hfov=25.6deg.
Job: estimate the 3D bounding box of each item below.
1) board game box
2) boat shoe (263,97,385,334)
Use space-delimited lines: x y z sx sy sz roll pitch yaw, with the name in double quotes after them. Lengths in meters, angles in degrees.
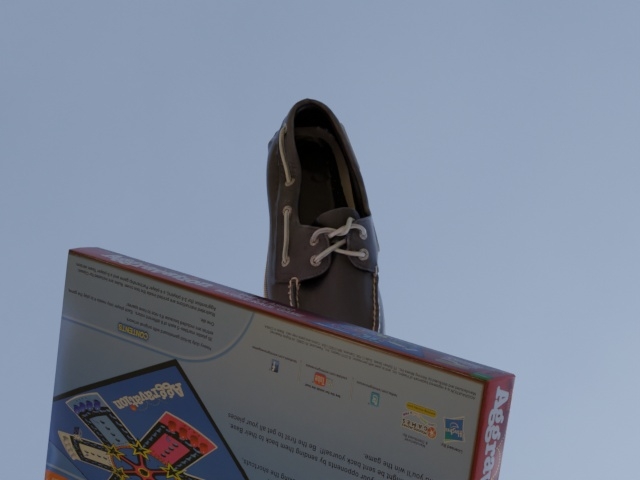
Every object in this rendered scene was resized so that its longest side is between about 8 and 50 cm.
-0.036 0.102 0.712 0.281 0.027 0.145 15 -80 38 "board game box"
0.000 0.000 0.891 0.075 0.065 0.206 -3 -124 -8 "boat shoe"
